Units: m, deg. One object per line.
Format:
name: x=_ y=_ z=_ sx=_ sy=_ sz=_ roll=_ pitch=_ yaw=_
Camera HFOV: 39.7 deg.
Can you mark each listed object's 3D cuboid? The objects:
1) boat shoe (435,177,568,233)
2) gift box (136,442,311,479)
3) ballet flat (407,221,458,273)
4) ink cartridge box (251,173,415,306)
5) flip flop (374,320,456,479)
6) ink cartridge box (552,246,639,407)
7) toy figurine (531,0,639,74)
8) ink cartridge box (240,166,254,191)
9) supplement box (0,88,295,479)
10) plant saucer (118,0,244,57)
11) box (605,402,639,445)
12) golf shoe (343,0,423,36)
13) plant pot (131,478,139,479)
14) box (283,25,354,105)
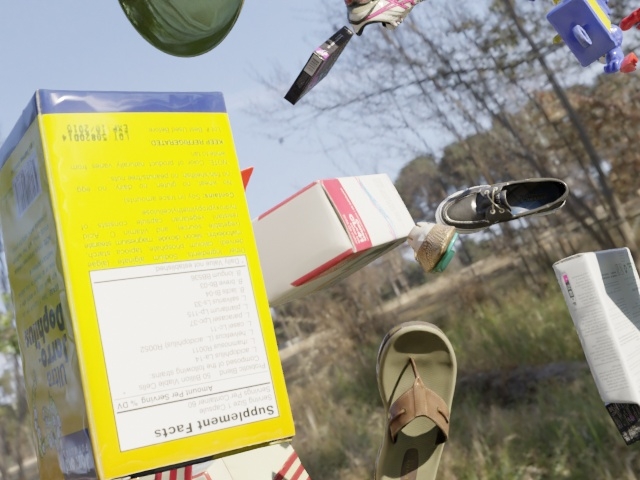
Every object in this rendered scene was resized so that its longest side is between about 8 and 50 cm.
boat shoe: x=0.311 y=-0.064 z=1.502 sx=0.228 sy=0.080 sz=0.076 roll=-7 pitch=-12 yaw=-3
gift box: x=-0.147 y=0.409 z=1.299 sx=0.276 sy=0.255 sz=0.258 roll=-32 pitch=1 yaw=26
ballet flat: x=0.153 y=0.009 z=1.259 sx=0.073 sy=0.067 sz=0.206 roll=-56 pitch=-10 yaw=-6
ink cartridge box: x=0.000 y=0.000 z=1.444 sx=0.226 sy=0.131 sz=0.306 roll=-32 pitch=-9 yaw=24
flip flop: x=0.127 y=0.242 z=1.180 sx=0.112 sy=0.277 sz=0.080 roll=4 pitch=11 yaw=-11
ink cartridge box: x=0.535 y=0.178 z=1.565 sx=0.071 sy=0.330 sz=0.324 roll=-21 pitch=-10 yaw=29
toy figurine: x=0.431 y=-0.395 z=1.414 sx=0.191 sy=0.362 sz=0.217 roll=-27 pitch=22 yaw=38
ink cartridge box: x=-0.226 y=0.090 z=1.442 sx=0.308 sy=0.091 sz=0.385 roll=-28 pitch=-33 yaw=-51
supplement box: x=-0.187 y=0.051 z=0.885 sx=0.194 sy=0.357 sz=0.195 roll=-5 pitch=-13 yaw=-33
plant saucer: x=-0.171 y=-0.349 z=1.091 sx=0.241 sy=0.241 sz=0.037 roll=-34 pitch=-4 yaw=41
box: x=0.565 y=0.320 z=1.604 sx=0.067 sy=0.083 sz=0.018 roll=-31 pitch=-4 yaw=22
golf shoe: x=0.136 y=-0.431 z=1.625 sx=0.186 sy=0.086 sz=0.067 roll=-16 pitch=18 yaw=-6
plant pot: x=-0.357 y=0.457 z=1.584 sx=0.290 sy=0.291 sz=0.203 roll=-24 pitch=15 yaw=-2
box: x=-0.001 y=-0.329 z=1.659 sx=0.116 sy=0.029 sz=0.162 roll=-52 pitch=1 yaw=38
